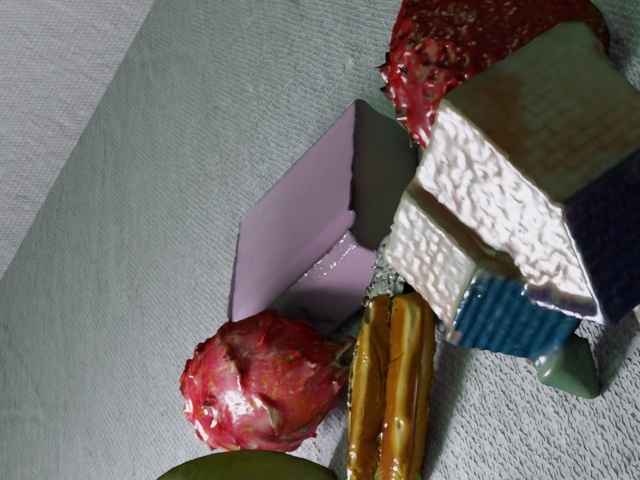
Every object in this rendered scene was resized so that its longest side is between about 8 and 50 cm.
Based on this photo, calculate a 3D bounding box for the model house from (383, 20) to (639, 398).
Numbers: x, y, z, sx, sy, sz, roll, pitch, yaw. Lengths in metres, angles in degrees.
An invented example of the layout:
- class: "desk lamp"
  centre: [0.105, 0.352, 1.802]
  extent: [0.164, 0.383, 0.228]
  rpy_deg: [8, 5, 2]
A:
- class: "model house"
  centre: [0.252, -0.006, 1.505]
  extent: [0.280, 0.245, 0.312]
  rpy_deg: [44, 147, 21]

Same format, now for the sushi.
- class: "sushi"
  centre: [0.112, 0.065, 1.926]
  extent: [0.090, 0.078, 0.150]
  rpy_deg: [-23, 49, 51]

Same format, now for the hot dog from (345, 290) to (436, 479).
- class: "hot dog"
  centre: [0.085, 0.195, 1.826]
  extent: [0.115, 0.072, 0.269]
  rpy_deg: [7, 86, 21]

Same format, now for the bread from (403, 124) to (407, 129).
- class: "bread"
  centre: [0.172, -0.161, 1.990]
  extent: [0.092, 0.074, 0.239]
  rpy_deg: [-59, 26, 10]

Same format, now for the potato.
- class: "potato"
  centre: [-0.121, 0.398, 1.926]
  extent: [0.112, 0.255, 0.269]
  rpy_deg: [2, 72, 66]

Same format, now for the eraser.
- class: "eraser"
  centre: [0.000, 0.000, 2.171]
  extent: [0.359, 0.122, 0.272]
  rpy_deg: [-43, 33, 43]

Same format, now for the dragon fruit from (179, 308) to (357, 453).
- class: "dragon fruit"
  centre: [-0.067, 0.196, 2.044]
  extent: [0.268, 0.210, 0.205]
  rpy_deg: [-17, 70, 13]

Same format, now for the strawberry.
- class: "strawberry"
  centre: [0.213, -0.212, 1.766]
  extent: [0.277, 0.257, 0.257]
  rpy_deg: [-23, 42, 18]
